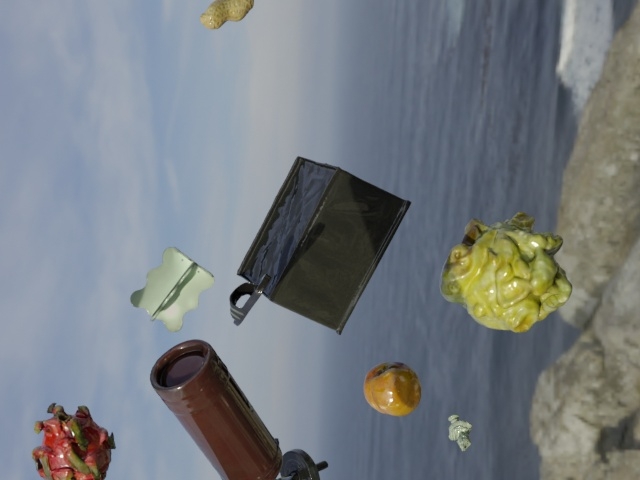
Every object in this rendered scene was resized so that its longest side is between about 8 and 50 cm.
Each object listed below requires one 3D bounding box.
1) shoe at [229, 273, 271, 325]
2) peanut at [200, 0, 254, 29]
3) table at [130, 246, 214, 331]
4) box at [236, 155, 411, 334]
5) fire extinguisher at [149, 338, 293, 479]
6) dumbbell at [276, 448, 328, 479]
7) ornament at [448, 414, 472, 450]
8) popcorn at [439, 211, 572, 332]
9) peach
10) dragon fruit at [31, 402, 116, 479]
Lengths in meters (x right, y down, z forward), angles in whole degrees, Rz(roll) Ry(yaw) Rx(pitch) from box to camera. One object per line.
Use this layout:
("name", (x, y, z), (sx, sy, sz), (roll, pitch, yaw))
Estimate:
("shoe", (-0.148, 0.106, 1.764), (0.071, 0.049, 0.179), (-59, 4, -33))
("peanut", (-0.178, -0.440, 1.723), (0.054, 0.113, 0.054), (57, 167, 22))
("table", (-0.407, 0.136, 2.477), (0.198, 0.167, 0.166), (-54, -2, -5))
("box", (0.001, 0.000, 2.056), (0.345, 0.205, 0.251), (-63, 24, 1))
("fire extinguisher", (-0.126, 0.289, 1.369), (0.138, 0.102, 0.344), (-77, -34, -49))
("dumbbell", (-0.110, 0.635, 2.339), (0.143, 0.326, 0.143), (17, 112, 47))
("ornament", (0.368, 0.505, 2.368), (0.068, 0.041, 0.092), (-55, 43, 1))
("popcorn", (0.454, 0.077, 2.142), (0.312, 0.313, 0.312), (-178, 90, -89))
("peach", (0.175, 0.353, 2.127), (0.138, 0.138, 0.138), (-178, 90, -89))
("dragon fruit", (-0.492, 0.410, 1.788), (0.166, 0.160, 0.171), (-130, 37, -56))
